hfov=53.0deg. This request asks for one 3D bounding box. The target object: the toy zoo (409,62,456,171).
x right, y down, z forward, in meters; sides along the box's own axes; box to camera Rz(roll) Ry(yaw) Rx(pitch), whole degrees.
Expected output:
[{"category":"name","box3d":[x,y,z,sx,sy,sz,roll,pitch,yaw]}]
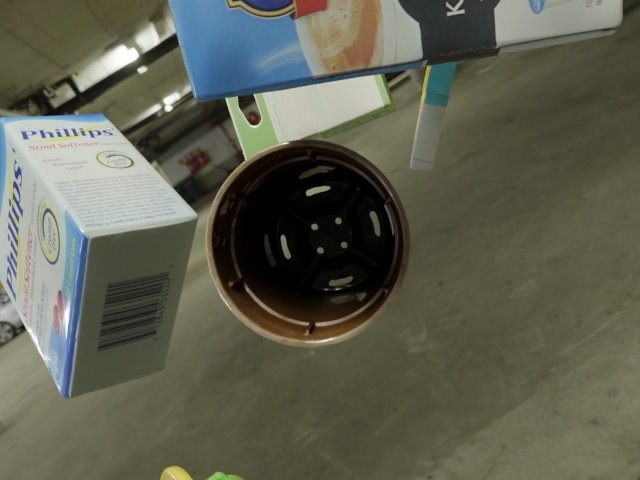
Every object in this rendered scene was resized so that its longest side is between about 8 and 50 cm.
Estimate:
[{"category":"toy zoo","box3d":[0.149,-0.220,0.790,0.030,0.293,0.192,11,41,5]}]

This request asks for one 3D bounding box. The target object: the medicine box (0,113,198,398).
[{"category":"medicine box","box3d":[-0.318,0.010,0.868,0.149,0.289,0.263,-12,-48,-41]}]

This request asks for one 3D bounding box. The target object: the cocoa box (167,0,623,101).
[{"category":"cocoa box","box3d":[0.033,-0.256,0.434,0.228,0.231,0.347,-7,25,9]}]

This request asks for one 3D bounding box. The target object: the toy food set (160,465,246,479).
[{"category":"toy food set","box3d":[-0.017,0.198,0.335,0.071,0.128,0.218,-13,26,-28]}]

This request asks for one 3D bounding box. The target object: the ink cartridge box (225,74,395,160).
[{"category":"ink cartridge box","box3d":[-0.025,-0.235,0.974,0.235,0.171,0.056,-20,-5,15]}]

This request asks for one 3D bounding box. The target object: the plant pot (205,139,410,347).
[{"category":"plant pot","box3d":[0.000,0.000,0.592,0.167,0.167,0.165,-32,-3,8]}]
